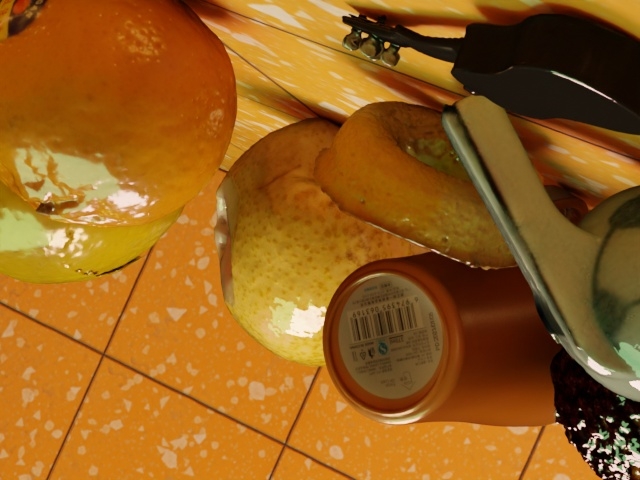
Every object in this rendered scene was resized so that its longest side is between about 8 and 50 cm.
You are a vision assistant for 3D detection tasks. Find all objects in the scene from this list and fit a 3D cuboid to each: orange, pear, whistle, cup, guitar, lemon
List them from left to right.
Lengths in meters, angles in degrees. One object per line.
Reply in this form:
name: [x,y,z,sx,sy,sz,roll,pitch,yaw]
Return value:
lemon: [-0.253,-0.097,1.413,0.297,0.297,0.297,24,178,1]
orange: [-0.176,-0.111,1.168,0.219,0.193,0.219,1,148,1]
pear: [0.000,0.000,1.564,0.271,0.271,0.271,24,178,1]
guitar: [0.082,-0.100,0.807,0.084,0.038,0.271,27,177,-31]
cup: [0.134,0.059,1.241,0.182,0.226,0.264,31,-163,31]
whistle: [0.213,0.005,0.984,0.289,0.164,0.163,62,180,4]

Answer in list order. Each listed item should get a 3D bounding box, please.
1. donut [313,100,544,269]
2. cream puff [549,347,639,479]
donut: [0.087,-0.048,1.104,0.178,0.065,0.162,21,-154,-4]
cream puff: [0.303,0.117,1.145,0.239,0.164,0.239,-19,168,-4]
